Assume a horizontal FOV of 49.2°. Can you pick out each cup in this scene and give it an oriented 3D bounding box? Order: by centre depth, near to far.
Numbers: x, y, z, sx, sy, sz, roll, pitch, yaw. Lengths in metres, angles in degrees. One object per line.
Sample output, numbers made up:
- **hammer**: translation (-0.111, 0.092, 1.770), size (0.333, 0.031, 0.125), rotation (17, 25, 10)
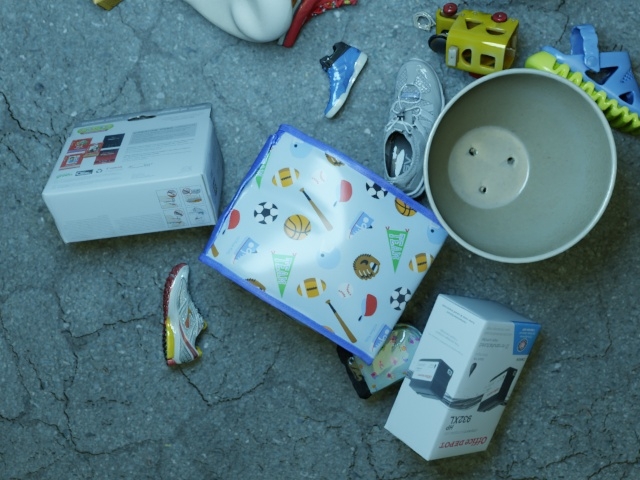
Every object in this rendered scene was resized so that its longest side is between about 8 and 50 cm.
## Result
- **cup**: translation (0.340, -0.138, 1.305), size (0.331, 0.237, 0.331), rotation (0, 96, 0)

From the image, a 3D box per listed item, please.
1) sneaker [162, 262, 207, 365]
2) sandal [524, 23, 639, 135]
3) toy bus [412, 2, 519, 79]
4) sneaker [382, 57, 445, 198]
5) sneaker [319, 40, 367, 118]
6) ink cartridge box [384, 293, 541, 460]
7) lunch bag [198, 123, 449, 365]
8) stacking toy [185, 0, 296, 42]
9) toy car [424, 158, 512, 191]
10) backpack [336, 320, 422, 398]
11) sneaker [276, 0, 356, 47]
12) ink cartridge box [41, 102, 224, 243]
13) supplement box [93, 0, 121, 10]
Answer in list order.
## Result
- **sneaker**: translation (-0.297, 0.159, 1.532), size (0.093, 0.088, 0.225), rotation (-1, 101, -18)
- **sandal**: translation (0.573, -0.317, 1.387), size (0.317, 0.126, 0.138), rotation (32, 96, -5)
- **toy bus**: translation (0.278, -0.380, 1.348), size (0.191, 0.202, 0.104), rotation (42, 58, -15)
- **sneaker**: translation (0.181, -0.228, 1.391), size (0.105, 0.115, 0.281), rotation (2, 87, 27)
- **sneaker**: translation (0.025, -0.332, 1.431), size (0.084, 0.058, 0.152), rotation (28, 96, -9)
- **ink cartridge box**: translation (0.295, 0.281, 1.445), size (0.223, 0.129, 0.307), rotation (10, 105, -45)
- **lunch bag**: translation (0.000, 0.000, 1.382), size (0.385, 0.239, 0.328), rotation (31, 85, -12)
- **stacking toy**: translation (-0.071, -0.636, 1.267), size (0.350, 0.350, 0.480), rotation (40, 77, -5)
- **toy car**: translation (0.299, -0.175, 1.454), size (0.225, 0.053, 0.239), rotation (-27, 98, 7)
- **backpack**: translation (0.142, 0.251, 1.507), size (0.182, 0.115, 0.152), rotation (-26, 96, 4)
- **sneaker**: translation (0.014, -0.492, 1.385), size (0.118, 0.107, 0.279), rotation (32, 104, -18)
- **ink cartridge box**: translation (-0.361, -0.144, 1.421), size (0.309, 0.272, 0.130), rotation (-7, 131, 4)
- **supplement box**: translation (-0.365, -0.558, 1.395), size (0.233, 0.080, 0.078), rotation (-32, 97, 9)
